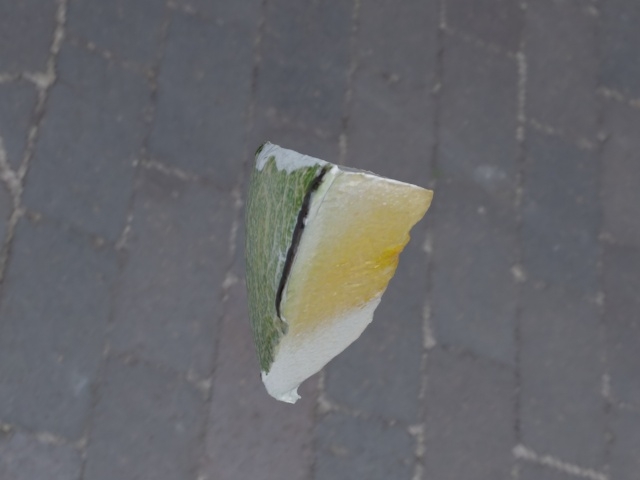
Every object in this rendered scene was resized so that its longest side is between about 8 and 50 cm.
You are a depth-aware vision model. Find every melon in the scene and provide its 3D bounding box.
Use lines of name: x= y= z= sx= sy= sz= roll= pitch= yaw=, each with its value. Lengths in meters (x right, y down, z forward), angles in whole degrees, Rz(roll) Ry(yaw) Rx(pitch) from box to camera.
melon: x=-0.005 y=-0.002 z=0.958 sx=0.093 sy=0.202 sz=0.139 roll=-5 pitch=47 yaw=-22
